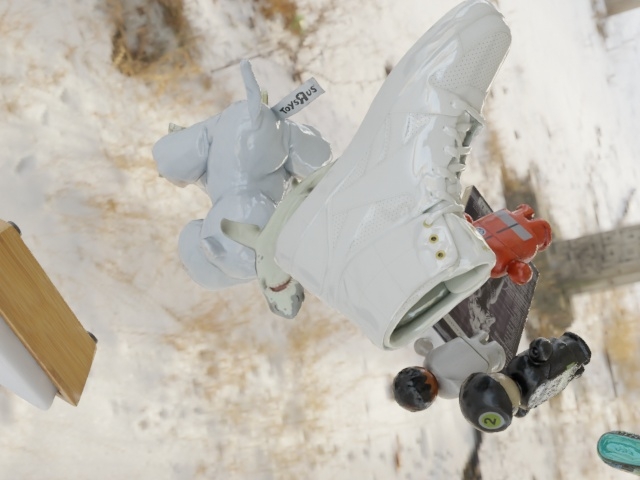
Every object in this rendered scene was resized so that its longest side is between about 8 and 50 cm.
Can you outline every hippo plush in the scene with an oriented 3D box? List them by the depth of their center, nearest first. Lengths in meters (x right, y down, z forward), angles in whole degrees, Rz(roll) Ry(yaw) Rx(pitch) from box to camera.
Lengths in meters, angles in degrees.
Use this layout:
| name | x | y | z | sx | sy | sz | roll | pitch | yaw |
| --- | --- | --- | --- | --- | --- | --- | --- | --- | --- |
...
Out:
| name | x | y | z | sx | sy | sz | roll | pitch | yaw |
| --- | --- | --- | --- | --- | --- | --- | --- | --- | --- |
| hippo plush | -0.080 | -0.051 | 1.348 | 0.234 | 0.294 | 0.236 | 10 | 65 | -36 |

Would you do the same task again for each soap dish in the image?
| name | x | y | z | sx | sy | sz | roll | pitch | yaw |
| --- | --- | --- | --- | --- | --- | --- | --- | --- | --- |
| soap dish | -0.425 | 0.069 | 1.277 | 0.118 | 0.229 | 0.290 | -48 | 139 | -26 |

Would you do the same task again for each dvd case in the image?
| name | x | y | z | sx | sy | sz | roll | pitch | yaw |
| --- | --- | --- | --- | --- | --- | --- | --- | --- | --- |
| dvd case | 0.198 | 0.061 | 1.222 | 0.164 | 0.018 | 0.221 | 50 | 43 | -24 |

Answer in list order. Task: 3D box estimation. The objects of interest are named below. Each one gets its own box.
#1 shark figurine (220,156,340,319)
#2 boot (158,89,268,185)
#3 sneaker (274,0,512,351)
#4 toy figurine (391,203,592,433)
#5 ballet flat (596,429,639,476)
| name | x | y | z | sx | sy | sz | roll | pitch | yaw |
| --- | --- | --- | --- | --- | --- | --- | --- | --- | --- |
| shark figurine | 0.002 | -0.022 | 1.198 | 0.278 | 0.166 | 0.116 | -50 | 138 | -20 |
| boot | -0.192 | -0.190 | 1.812 | 0.077 | 0.165 | 0.213 | -119 | -132 | -80 |
| sneaker | 0.105 | -0.047 | 0.840 | 0.169 | 0.292 | 0.108 | 41 | 11 | 34 |
| toy figurine | 0.140 | 0.079 | 1.011 | 0.148 | 0.210 | 0.213 | -23 | 98 | -30 |
| ballet flat | 0.477 | 0.306 | 1.379 | 0.070 | 0.188 | 0.070 | -38 | 136 | -47 |
